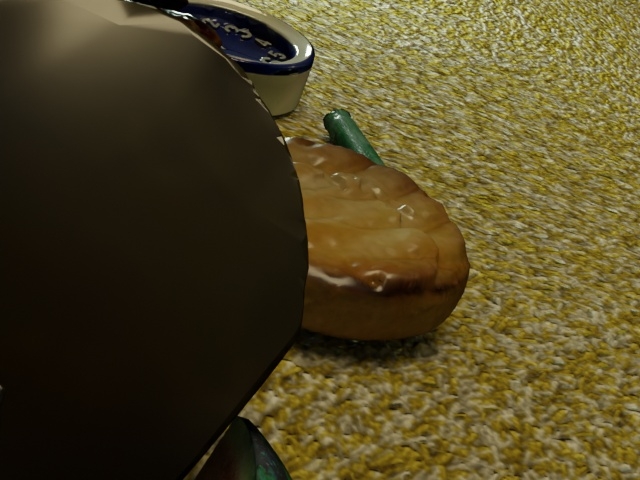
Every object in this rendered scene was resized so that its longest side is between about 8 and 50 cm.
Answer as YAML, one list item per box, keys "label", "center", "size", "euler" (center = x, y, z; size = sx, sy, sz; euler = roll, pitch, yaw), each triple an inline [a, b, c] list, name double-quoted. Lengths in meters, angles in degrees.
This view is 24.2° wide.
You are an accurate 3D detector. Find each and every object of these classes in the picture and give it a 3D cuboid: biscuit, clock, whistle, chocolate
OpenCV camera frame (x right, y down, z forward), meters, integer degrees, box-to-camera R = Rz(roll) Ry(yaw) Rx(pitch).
- label: "biscuit"
  center: [0.000, 0.000, 1.456]
  size: [0.296, 0.102, 0.296]
  euler: [16, 28, -9]
- label: "clock"
  center: [-0.125, -0.236, 1.886]
  size: [0.230, 0.083, 0.230]
  euler: [14, 26, -7]
- label: "whistle"
  center: [0.047, -0.102, 1.779]
  size: [0.039, 0.039, 0.186]
  euler: [8, 27, -24]
- label: "chocolate"
  center: [-0.173, 0.032, 1.035]
  size: [0.314, 0.297, 0.326]
  euler: [36, 69, 6]

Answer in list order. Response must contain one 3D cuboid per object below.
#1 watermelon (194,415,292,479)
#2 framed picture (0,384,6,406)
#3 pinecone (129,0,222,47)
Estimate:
- label: "watermelon"
  center: [-0.040, 0.209, 0.930]
  size: [0.128, 0.146, 0.231]
  euler: [14, 22, -12]
- label: "framed picture"
  center: [-0.383, 0.132, 0.810]
  size: [0.347, 0.016, 0.265]
  euler: [21, 63, 4]
- label: "pinecone"
  center: [-0.284, -0.333, 1.631]
  size: [0.398, 0.397, 0.397]
  euler: [16, 24, -7]
